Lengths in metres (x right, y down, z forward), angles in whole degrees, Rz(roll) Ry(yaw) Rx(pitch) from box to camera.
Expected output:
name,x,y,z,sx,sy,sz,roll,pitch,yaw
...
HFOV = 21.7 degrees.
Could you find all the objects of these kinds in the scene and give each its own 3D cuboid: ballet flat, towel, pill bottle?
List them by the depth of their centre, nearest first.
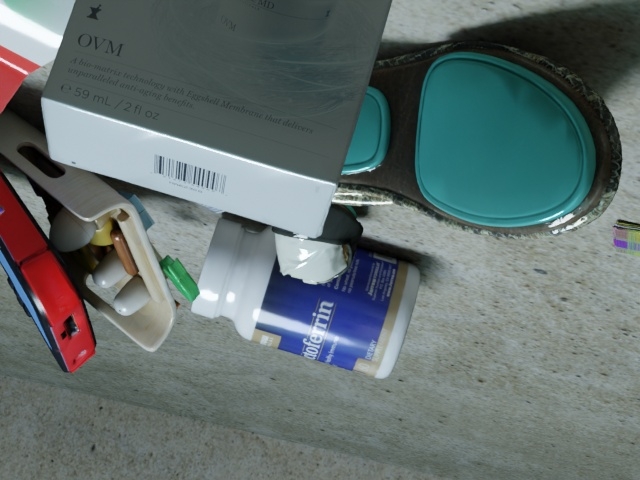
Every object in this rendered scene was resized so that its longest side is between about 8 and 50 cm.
name,x,y,z,sx,sy,sz,roll,pitch,yaw
ballet flat,0.110,-0.093,1.491,0.182,0.164,0.482,2,-176,-44
towel,0.342,0.001,1.778,0.060,0.009,0.083,11,164,15
ballet flat,0.000,0.000,1.852,0.095,0.096,0.280,9,175,13
pill bottle,-0.020,0.067,2.090,0.264,0.153,0.153,16,164,-1

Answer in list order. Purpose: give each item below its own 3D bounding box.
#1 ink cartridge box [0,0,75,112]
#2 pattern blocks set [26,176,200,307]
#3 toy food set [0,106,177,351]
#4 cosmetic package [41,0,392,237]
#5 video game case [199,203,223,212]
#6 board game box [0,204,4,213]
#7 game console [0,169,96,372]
name,x,y,z,sx,sy,sz,roll,pitch,yaw
ink cartridge box,-0.291,-0.196,1.388,0.181,0.225,0.056,27,-163,-34
pattern blocks set,-0.263,-0.015,2.078,0.325,0.026,0.285,25,152,48
toy food set,-0.299,-0.006,1.987,0.219,0.092,0.306,36,158,27
cosmetic package,-0.070,-0.153,1.276,0.224,0.225,0.138,16,161,-1
video game case,-0.159,-0.086,1.879,0.183,0.023,0.201,28,167,-18
board game box,-0.590,-0.059,1.538,0.356,0.356,0.356,28,162,52
game console,-0.385,-0.016,1.994,0.342,0.060,0.386,54,167,10
